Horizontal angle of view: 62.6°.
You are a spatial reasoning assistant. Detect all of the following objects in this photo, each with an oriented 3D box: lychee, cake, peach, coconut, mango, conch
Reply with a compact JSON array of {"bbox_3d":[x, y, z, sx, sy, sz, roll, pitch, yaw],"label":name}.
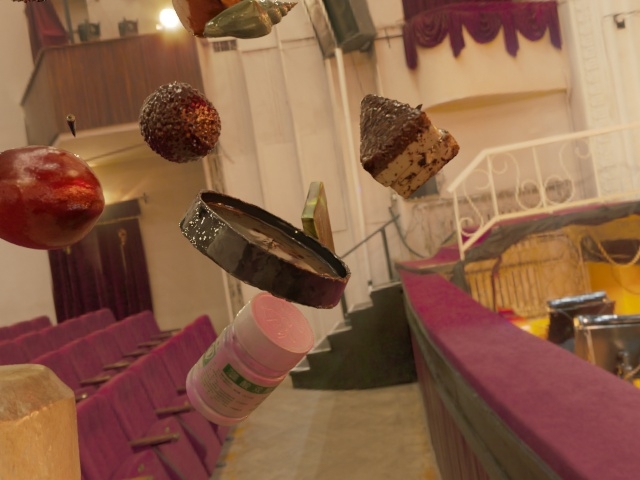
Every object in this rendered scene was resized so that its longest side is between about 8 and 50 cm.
[{"bbox_3d":[-0.439,-0.359,1.646,0.260,0.261,0.260,-9,0,0],"label":"lychee"},{"bbox_3d":[0.115,-0.171,0.931,0.112,0.135,0.246,38,4,-29],"label":"cake"},{"bbox_3d":[-0.658,-0.099,1.233,0.245,0.249,0.274,9,7,39],"label":"peach"},{"bbox_3d":[-0.456,0.307,0.715,0.237,0.266,0.237,-5,0,0],"label":"coconut"},{"bbox_3d":[-0.258,-0.569,1.216,0.144,0.187,0.359,-45,17,-13],"label":"mango"},{"bbox_3d":[-0.126,-0.400,0.934,0.180,0.088,0.065,-19,-37,-10],"label":"conch"}]

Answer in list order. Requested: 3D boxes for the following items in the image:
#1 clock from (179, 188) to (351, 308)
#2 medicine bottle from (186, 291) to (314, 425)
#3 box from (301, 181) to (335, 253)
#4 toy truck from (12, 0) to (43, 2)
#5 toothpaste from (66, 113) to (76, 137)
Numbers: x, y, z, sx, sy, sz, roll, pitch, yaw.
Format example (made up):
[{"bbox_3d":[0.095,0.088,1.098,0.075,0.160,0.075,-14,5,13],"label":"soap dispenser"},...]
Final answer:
[{"bbox_3d":[-0.090,0.010,0.911,0.312,0.062,0.312,29,10,-5],"label":"clock"},{"bbox_3d":[-0.192,0.320,1.412,0.325,0.212,0.212,-48,-17,21],"label":"medicine bottle"},{"bbox_3d":[0.000,0.000,1.572,0.043,0.312,0.173,0,41,12],"label":"box"},{"bbox_3d":[-0.331,-0.287,0.607,0.083,0.024,0.032,21,46,41],"label":"toy truck"},{"bbox_3d":[-0.595,-0.277,1.261,0.019,0.027,0.083,-15,-16,-23],"label":"toothpaste"}]
